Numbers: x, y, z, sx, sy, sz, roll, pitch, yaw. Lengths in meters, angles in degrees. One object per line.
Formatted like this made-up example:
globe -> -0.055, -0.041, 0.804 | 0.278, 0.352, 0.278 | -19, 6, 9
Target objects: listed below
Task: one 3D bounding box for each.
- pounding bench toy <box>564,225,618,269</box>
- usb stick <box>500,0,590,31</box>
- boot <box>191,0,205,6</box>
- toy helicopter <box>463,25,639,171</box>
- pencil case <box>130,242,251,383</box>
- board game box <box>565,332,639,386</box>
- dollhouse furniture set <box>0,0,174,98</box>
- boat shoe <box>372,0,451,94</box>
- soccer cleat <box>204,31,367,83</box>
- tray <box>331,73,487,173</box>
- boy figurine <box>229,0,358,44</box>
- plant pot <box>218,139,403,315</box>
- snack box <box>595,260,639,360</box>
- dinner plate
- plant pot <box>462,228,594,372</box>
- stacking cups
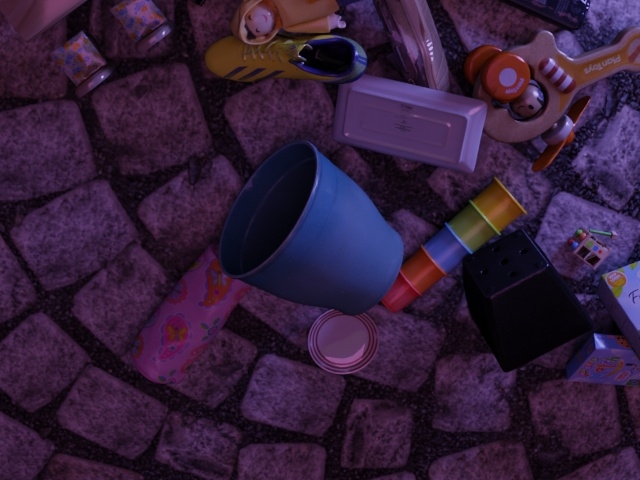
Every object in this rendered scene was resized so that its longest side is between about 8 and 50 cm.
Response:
pounding bench toy -> 0.524, 0.001, 1.949 | 0.065, 0.052, 0.083 | 36, 100, -13
usb stick -> 0.349, -0.455, 1.801 | 0.278, 0.045, 0.077 | 21, 90, -10
boot -> -0.095, -0.455, 1.745 | 0.178, 0.085, 0.236 | 41, 101, -18
toy helicopter -> 0.447, -0.277, 1.819 | 0.355, 0.140, 0.235 | -22, 109, -1
pencil case -> -0.238, 0.141, 1.896 | 0.124, 0.124, 0.284 | 34, 102, -13
board game box -> 0.611, 0.238, 1.986 | 0.212, 0.039, 0.160 | 6, 149, -6
dollhouse furniture set -> -0.360, -0.477, 1.624 | 0.394, 0.256, 0.362 | -34, 106, 5
boat shoe -> 0.161, -0.340, 1.798 | 0.092, 0.103, 0.285 | -9, 121, 23
soccer cleat -> -0.063, -0.322, 1.747 | 0.289, 0.121, 0.093 | 4, 91, 6
tray -> 0.152, -0.208, 1.804 | 0.270, 0.030, 0.145 | 15, 121, 11
boy figurine -> -0.026, -0.416, 1.683 | 0.285, 0.092, 0.177 | -21, 130, 5
plant pot -> 0.000, 0.000, 1.810 | 0.255, 0.271, 0.271 | 31, 102, -29
snack box -> 0.651, 0.133, 1.910 | 0.174, 0.207, 0.070 | -20, 147, -11
dinner plate -> 0.045, 0.195, 1.985 | 0.141, 0.017, 0.141 | -2, 107, -5
plant pot -> 0.365, 0.096, 1.869 | 0.187, 0.188, 0.167 | -28, 127, 4
stacking cups -> 0.236, 0.013, 1.909 | 0.316, 0.096, 0.096 | -39, 106, 8
